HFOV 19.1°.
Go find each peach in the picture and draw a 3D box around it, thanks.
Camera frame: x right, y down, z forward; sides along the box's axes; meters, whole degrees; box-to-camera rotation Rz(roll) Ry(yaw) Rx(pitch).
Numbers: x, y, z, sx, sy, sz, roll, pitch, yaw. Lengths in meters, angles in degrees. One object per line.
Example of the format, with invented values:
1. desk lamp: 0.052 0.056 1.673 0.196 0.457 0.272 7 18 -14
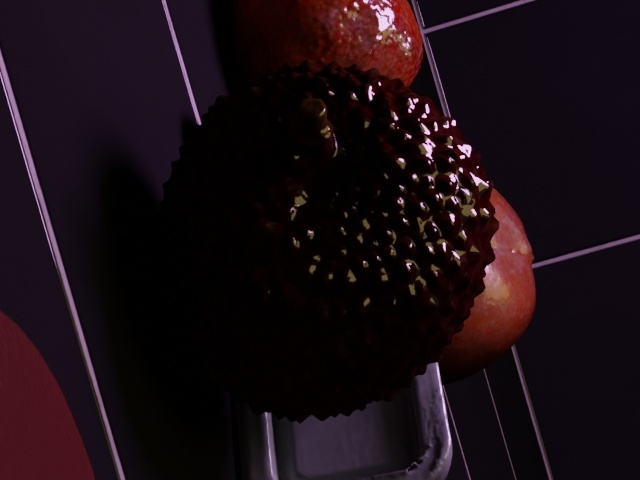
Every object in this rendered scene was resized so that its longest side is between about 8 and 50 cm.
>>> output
1. peach: 0.117 0.039 2.095 0.252 0.252 0.252 -16 90 -79

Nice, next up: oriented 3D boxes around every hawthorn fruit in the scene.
1. hawthorn fruit: -0.001 -0.233 2.012 0.205 0.205 0.253 58 12 -55

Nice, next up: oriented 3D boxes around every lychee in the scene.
1. lychee: 0.000 0.000 1.486 0.304 0.276 0.275 80 3 -49

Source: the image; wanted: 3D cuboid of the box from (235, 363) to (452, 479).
1. box: 0.025 0.146 1.681 0.182 0.175 0.312 74 7 -49

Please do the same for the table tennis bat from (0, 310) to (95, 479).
1. table tennis bat: -0.171 0.175 0.952 0.414 0.051 0.268 -76 148 -72

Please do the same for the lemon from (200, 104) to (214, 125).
1. lemon: -0.071 -0.090 1.735 0.111 0.082 0.082 16 59 -82
